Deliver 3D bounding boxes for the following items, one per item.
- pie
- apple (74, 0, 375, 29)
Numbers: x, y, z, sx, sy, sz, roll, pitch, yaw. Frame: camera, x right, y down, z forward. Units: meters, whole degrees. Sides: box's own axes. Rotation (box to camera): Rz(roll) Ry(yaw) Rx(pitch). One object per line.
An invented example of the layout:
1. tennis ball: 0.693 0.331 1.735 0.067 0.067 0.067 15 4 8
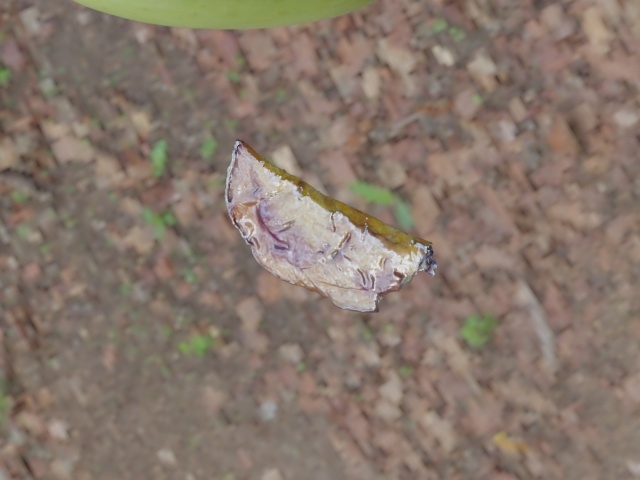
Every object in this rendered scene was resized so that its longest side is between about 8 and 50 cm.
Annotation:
1. pie: 0.000 0.000 1.317 0.170 0.034 0.092 26 120 3
2. apple: -0.059 -0.302 1.186 0.357 0.357 0.357 33 139 35
